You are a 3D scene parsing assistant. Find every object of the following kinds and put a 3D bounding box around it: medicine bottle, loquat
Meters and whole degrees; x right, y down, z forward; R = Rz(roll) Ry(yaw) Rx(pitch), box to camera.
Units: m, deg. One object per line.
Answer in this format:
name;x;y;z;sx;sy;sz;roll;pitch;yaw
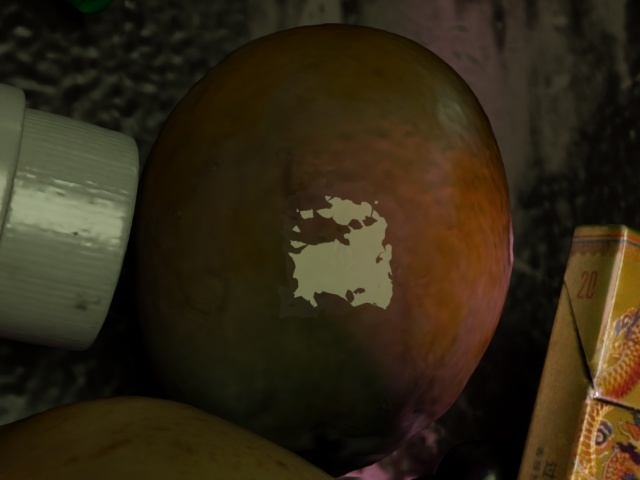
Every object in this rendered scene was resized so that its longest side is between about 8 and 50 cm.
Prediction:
medicine bottle;-0.208;-0.025;0.565;0.247;0.147;0.147;13;69;-19
loquat;0.000;0.000;0.616;0.179;0.179;0.227;35;37;-9

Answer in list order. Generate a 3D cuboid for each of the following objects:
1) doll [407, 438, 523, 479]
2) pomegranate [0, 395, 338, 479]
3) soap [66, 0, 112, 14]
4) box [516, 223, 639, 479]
doll;0.126;0.132;0.697;0.219;0.067;0.091;-15;90;-31
pomegranate;-0.087;0.197;0.463;0.319;0.319;0.319;7;71;-21
soap;-0.093;-0.264;0.712;0.218;0.098;0.273;40;64;-6
box;0.162;0.164;0.655;0.173;0.043;0.311;19;82;-30
